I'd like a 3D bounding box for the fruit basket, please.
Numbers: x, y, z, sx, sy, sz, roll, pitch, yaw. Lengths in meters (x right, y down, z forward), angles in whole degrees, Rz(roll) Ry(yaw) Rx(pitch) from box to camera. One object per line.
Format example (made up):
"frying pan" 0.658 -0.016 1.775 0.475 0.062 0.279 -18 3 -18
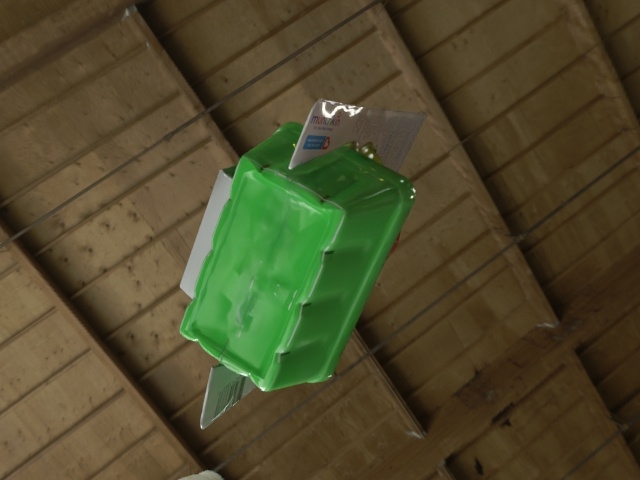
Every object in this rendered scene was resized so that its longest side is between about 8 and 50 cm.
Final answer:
"fruit basket" 0.000 0.000 0.650 0.165 0.353 0.327 27 -70 11

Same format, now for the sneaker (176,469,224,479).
"sneaker" -0.125 0.395 0.703 0.087 0.092 0.229 -47 -117 14
